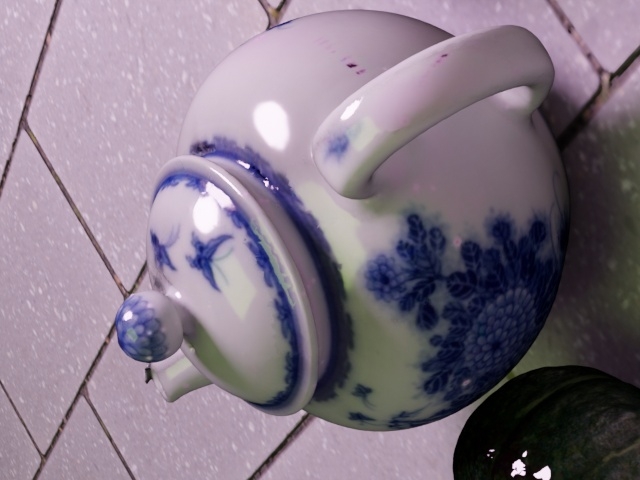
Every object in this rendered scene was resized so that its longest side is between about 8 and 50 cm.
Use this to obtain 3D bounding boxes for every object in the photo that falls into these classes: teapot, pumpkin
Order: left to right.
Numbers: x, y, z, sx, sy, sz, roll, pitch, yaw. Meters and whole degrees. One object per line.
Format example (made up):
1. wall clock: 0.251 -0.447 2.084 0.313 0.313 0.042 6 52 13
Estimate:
1. teapot: 0.000 0.000 0.919 0.252 0.280 0.424 58 149 10
2. pumpkin: 0.162 0.176 0.918 0.211 0.152 0.212 44 146 41
